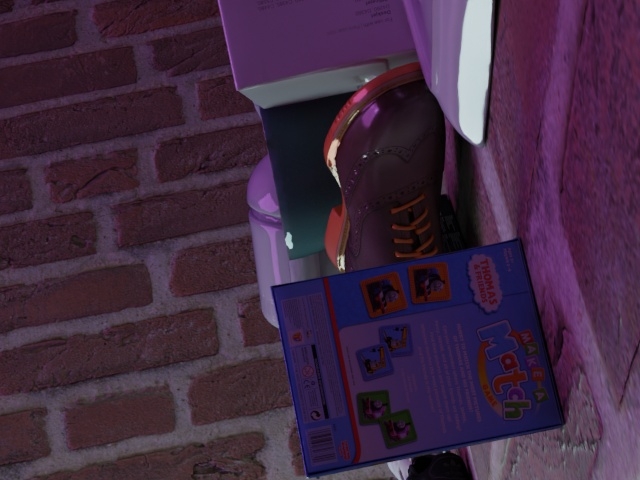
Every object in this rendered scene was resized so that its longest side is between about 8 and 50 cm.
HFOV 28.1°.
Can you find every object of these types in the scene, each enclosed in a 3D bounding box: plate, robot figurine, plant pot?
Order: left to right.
[{"bbox_3d":[0.000,0.000,1.873,0.300,0.199,0.354,-74,-21,-69],"label":"robot figurine"},{"bbox_3d":[0.027,-0.136,1.605,0.290,0.195,0.290,168,90,-89],"label":"plant pot"},{"bbox_3d":[0.093,-0.256,1.088,0.278,0.045,0.277,81,178,-64],"label":"plate"}]

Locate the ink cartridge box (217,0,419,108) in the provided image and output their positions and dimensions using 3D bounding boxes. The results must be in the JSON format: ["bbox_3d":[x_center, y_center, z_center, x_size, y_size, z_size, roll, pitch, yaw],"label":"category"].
[{"bbox_3d":[-0.008,-0.297,1.355,0.198,0.197,0.270,0,-102,-84],"label":"ink cartridge box"}]

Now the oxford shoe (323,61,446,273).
[{"bbox_3d":[0.086,-0.038,1.294,0.364,0.130,0.133,89,155,-59],"label":"oxford shoe"}]

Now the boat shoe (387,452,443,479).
[{"bbox_3d":[0.170,0.382,2.091,0.267,0.096,0.088,-105,10,-45],"label":"boat shoe"}]

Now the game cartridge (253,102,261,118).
[{"bbox_3d":[-0.049,-0.305,1.762,0.198,0.062,0.297,-56,-28,-35],"label":"game cartridge"}]

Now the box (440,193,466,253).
[{"bbox_3d":[0.150,0.075,1.450,0.191,0.045,0.184,-102,4,-54],"label":"box"}]

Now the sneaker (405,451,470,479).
[{"bbox_3d":[0.163,0.398,1.926,0.293,0.102,0.146,120,151,-59],"label":"sneaker"}]

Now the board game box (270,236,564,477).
[{"bbox_3d":[0.077,0.096,1.054,0.039,0.211,0.160,80,179,-76],"label":"board game box"}]
